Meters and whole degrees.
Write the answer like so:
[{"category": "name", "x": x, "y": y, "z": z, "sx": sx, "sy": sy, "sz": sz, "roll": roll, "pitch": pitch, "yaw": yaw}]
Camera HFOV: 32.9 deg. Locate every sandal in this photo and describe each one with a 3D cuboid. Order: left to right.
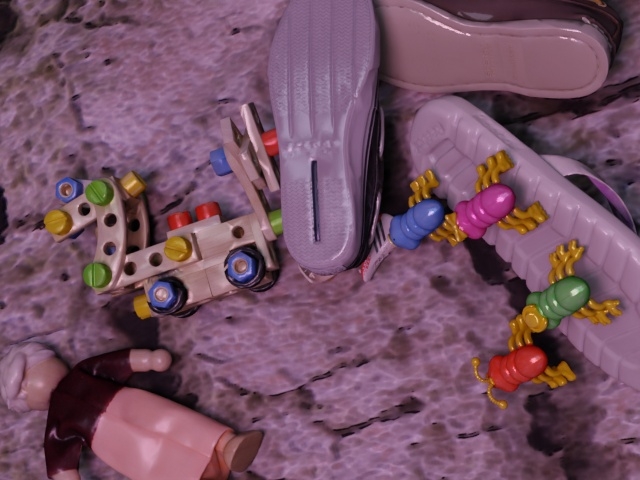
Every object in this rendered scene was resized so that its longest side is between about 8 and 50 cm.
[{"category": "sandal", "x": 0.266, "y": -0.017, "z": 1.152, "sx": 0.102, "sy": 0.169, "sz": 0.416, "roll": -33, "pitch": 72, "yaw": -30}]

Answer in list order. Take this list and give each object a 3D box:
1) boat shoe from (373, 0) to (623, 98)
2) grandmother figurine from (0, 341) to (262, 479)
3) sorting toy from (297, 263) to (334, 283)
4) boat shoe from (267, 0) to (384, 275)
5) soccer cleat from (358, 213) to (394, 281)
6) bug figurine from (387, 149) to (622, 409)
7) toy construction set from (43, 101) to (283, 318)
[{"category": "boat shoe", "x": 0.170, "y": -0.233, "z": 1.210, "sx": 0.324, "sy": 0.117, "sz": 0.097, "roll": 10, "pitch": 44, "yaw": 26}, {"category": "grandmother figurine", "x": -0.253, "y": 0.220, "z": 1.304, "sx": 0.342, "sy": 0.104, "sz": 0.208, "roll": 24, "pitch": 65, "yaw": 21}, {"category": "sorting toy", "x": 0.000, "y": 0.000, "z": 1.271, "sx": 0.083, "sy": 0.045, "sz": 0.075, "roll": -47, "pitch": 65, "yaw": 3}, {"category": "boat shoe", "x": 0.011, "y": -0.127, "z": 1.202, "sx": 0.121, "sy": 0.119, "sz": 0.335, "roll": 3, "pitch": 87, "yaw": 17}, {"category": "soccer cleat", "x": 0.069, "y": 0.010, "z": 1.254, "sx": 0.035, "sy": 0.029, "sz": 0.083, "roll": 15, "pitch": 85, "yaw": 22}, {"category": "bug figurine", "x": 0.180, "y": 0.037, "z": 1.136, "sx": 0.279, "sy": 0.072, "sz": 0.216, "roll": 55, "pitch": 145, "yaw": 9}, {"category": "toy construction set", "x": -0.161, "y": -0.026, "z": 1.276, "sx": 0.327, "sy": 0.151, "sz": 0.215, "roll": -22, "pitch": 78, "yaw": 25}]
